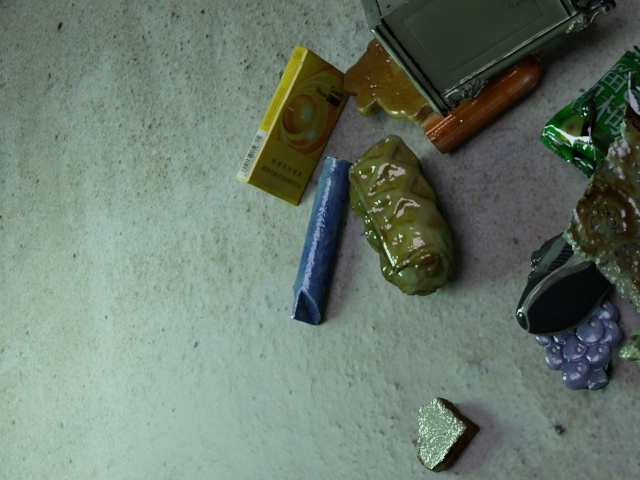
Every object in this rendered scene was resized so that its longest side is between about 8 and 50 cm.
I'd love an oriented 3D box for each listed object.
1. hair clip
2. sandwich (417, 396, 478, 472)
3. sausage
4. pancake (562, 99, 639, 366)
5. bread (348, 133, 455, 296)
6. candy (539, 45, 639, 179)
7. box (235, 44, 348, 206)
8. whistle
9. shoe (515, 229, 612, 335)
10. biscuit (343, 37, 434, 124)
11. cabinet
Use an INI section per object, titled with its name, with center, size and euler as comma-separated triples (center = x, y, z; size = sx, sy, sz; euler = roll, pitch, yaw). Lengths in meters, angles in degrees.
[hair clip]
center = 0.374, 0.131, 1.392
size = 0.124, 0.052, 0.195
euler = -26, 49, 12
[sandwich]
center = 0.182, 0.301, 1.487
size = 0.093, 0.036, 0.105
euler = 38, 100, 41
[sausage]
center = 0.276, -0.238, 1.591
size = 0.234, 0.071, 0.071
euler = -37, 53, 23
[pancake]
center = 0.431, -0.013, 1.307
size = 0.197, 0.054, 0.376
euler = -4, 72, -2
[bread]
center = 0.137, -0.032, 1.590
size = 0.152, 0.130, 0.267
euler = 104, 150, -50
[candy]
center = 0.438, -0.186, 1.434
size = 0.203, 0.078, 0.141
euler = -41, 62, 7
[box]
center = -0.044, -0.210, 1.795
size = 0.043, 0.152, 0.269
euler = 26, 92, 40
[whistle]
center = 0.000, 0.000, 1.739
size = 0.062, 0.062, 0.304
euler = 3, 76, 41
[shoe]
center = 0.353, 0.043, 1.380
size = 0.227, 0.099, 0.112
euler = -39, 29, -12
[biscuit]
center = 0.145, -0.291, 1.729
size = 0.184, 0.035, 0.249
euler = -54, 42, -5
[cabinet]
center = 0.247, -0.422, 1.531
size = 0.318, 0.227, 0.290
euler = -31, 41, 19
